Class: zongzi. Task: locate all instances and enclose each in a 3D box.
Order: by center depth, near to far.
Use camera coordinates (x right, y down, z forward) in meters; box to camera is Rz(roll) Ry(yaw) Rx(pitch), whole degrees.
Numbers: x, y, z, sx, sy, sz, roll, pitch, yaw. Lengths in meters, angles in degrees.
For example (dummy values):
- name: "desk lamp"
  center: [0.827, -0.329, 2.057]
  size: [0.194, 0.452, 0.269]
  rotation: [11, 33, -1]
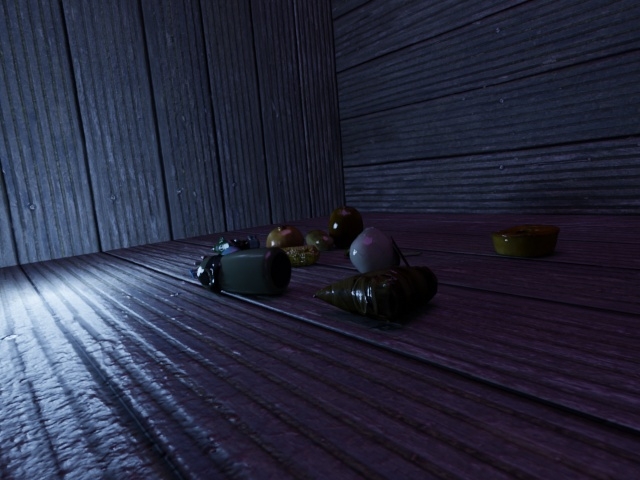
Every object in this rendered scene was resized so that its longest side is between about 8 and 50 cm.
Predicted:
- name: "zongzi"
  center: [0.161, 0.145, 1.170]
  size: [0.288, 0.134, 0.285]
  rotation: [-7, -2, 43]

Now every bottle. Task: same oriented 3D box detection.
- name: "bottle"
  center: [-0.287, 0.116, 1.467]
  size: [0.346, 0.169, 0.168]
  rotation: [-5, 7, 26]

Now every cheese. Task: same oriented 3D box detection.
- name: "cheese"
  center: [0.205, 0.053, 1.542]
  size: [0.189, 0.198, 0.154]
  rotation: [-34, -8, -44]

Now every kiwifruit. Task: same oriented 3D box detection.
- name: "kiwifruit"
  center: [0.140, -0.078, 2.258]
  size: [0.195, 0.234, 0.196]
  rotation: [-7, 12, 2]

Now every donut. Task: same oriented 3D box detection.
- name: "donut"
  center: [0.875, 0.002, 1.740]
  size: [0.277, 0.109, 0.277]
  rotation: [-5, 9, 1]

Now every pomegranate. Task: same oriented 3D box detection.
- name: "pomegranate"
  center: [-0.174, 0.012, 2.005]
  size: [0.191, 0.192, 0.191]
  rotation: [-5, 9, 1]

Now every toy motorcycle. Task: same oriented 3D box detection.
- name: "toy motorcycle"
  center: [-0.467, 0.031, 2.260]
  size: [0.274, 0.125, 0.187]
  rotation: [-8, 0, -20]

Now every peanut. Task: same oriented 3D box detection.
- name: "peanut"
  center: [0.000, 0.000, 2.236]
  size: [0.120, 0.111, 0.236]
  rotation: [0, 7, -29]

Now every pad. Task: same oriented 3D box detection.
- name: "pad"
  center: [0.314, 0.062, 1.548]
  size: [0.003, 0.158, 0.235]
  rotation: [-32, 4, 11]

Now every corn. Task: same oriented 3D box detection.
- name: "corn"
  center: [-0.148, 0.073, 1.869]
  size: [0.291, 0.101, 0.101]
  rotation: [-2, 9, 9]

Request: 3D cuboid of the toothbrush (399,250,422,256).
- name: "toothbrush"
  center: [0.327, 0.071, 1.863]
  size: [0.293, 0.026, 0.028]
  rotation: [-6, -7, -4]

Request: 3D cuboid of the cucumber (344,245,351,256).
- name: "cucumber"
  center: [0.192, 0.042, 2.012]
  size: [0.069, 0.069, 0.227]
  rotation: [4, 15, 44]

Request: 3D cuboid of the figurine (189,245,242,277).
- name: "figurine"
  center: [-0.462, 0.103, 1.836]
  size: [0.259, 0.103, 0.205]
  rotation: [-20, 12, -25]
